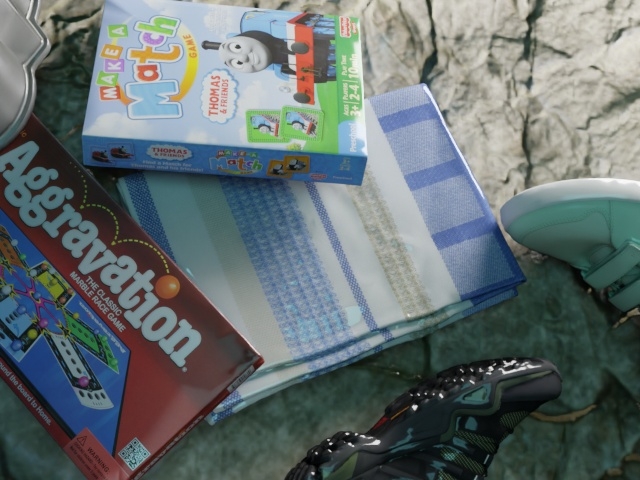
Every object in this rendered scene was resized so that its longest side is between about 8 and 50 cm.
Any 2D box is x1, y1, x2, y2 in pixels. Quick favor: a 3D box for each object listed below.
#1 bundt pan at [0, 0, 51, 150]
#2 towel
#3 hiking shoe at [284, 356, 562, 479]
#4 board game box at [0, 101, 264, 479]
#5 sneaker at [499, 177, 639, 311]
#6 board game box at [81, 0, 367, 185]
[{"bbox_3d":[-0.374,-0.165,0.700,0.330,0.124,0.331,0,70,0],"label":"bundt pan"},{"bbox_3d":[0.000,0.000,0.775,0.285,0.034,0.209,-20,75,-16],"label":"towel"},{"bbox_3d":[0.088,0.169,0.720,0.226,0.086,0.114,-27,92,-10],"label":"hiking shoe"},{"bbox_3d":[-0.188,0.035,0.711,0.145,0.027,0.281,-42,75,-12],"label":"board game box"},{"bbox_3d":[0.259,0.047,0.761,0.255,0.094,0.151,15,65,-6],"label":"sneaker"},{"bbox_3d":[-0.072,-0.122,0.773,0.211,0.039,0.160,3,53,-6],"label":"board game box"}]
